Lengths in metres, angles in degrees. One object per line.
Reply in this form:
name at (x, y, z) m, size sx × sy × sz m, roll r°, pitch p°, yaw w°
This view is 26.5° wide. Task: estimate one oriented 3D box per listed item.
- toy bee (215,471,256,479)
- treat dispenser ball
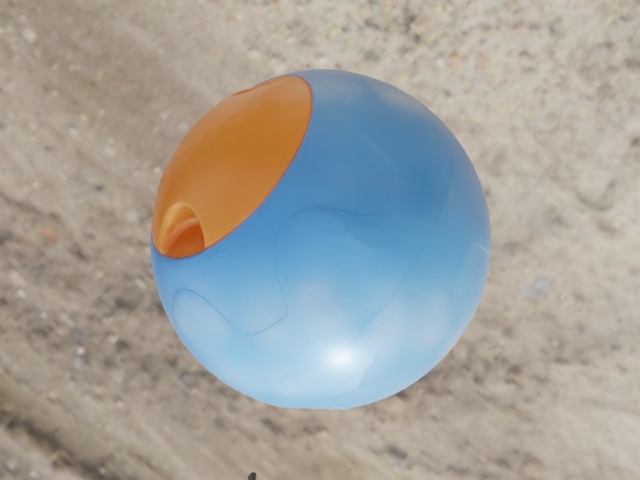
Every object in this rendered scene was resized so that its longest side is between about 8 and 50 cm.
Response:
toy bee at (0.077, 0.238, 0.746) m, size 0.195 × 0.162 × 0.298 m, roll 135°, pitch 112°, yaw -76°
treat dispenser ball at (0.000, 0.000, 1.152) m, size 0.288 × 0.288 × 0.288 m, roll 29°, pitch 147°, yaw 21°
